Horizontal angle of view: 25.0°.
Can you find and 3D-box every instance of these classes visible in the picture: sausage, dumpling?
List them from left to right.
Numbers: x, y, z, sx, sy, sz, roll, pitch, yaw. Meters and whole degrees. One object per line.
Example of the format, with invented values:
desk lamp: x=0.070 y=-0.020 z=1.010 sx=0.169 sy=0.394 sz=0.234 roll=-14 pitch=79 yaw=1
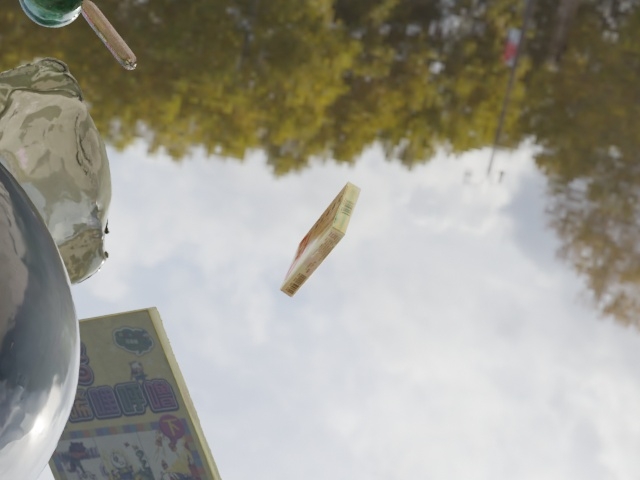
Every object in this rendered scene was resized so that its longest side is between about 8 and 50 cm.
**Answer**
dumpling: x=-0.305 y=-0.070 z=1.505 sx=0.173 sy=0.247 sz=0.142 roll=-11 pitch=169 yaw=-14
sausage: x=-0.176 y=-0.171 z=1.197 sx=0.015 sy=0.015 sz=0.100 roll=-5 pitch=-138 yaw=-38

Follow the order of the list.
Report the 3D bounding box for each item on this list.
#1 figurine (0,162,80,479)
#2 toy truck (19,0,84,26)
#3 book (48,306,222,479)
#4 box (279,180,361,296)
figurine: x=-0.197 y=0.063 z=0.445 sx=0.175 sy=0.265 sz=0.197 roll=61 pitch=-154 yaw=8
toy truck: x=-0.324 y=-0.312 z=1.435 sx=0.279 sy=0.156 sz=0.155 roll=4 pitch=165 yaw=-18
book: x=-0.169 y=0.151 z=1.183 sx=0.168 sy=0.192 sz=0.013 roll=-11 pitch=-164 yaw=31
box: x=0.000 y=0.000 z=1.168 sx=0.015 sy=0.093 sz=0.058 roll=30 pitch=-136 yaw=-10
